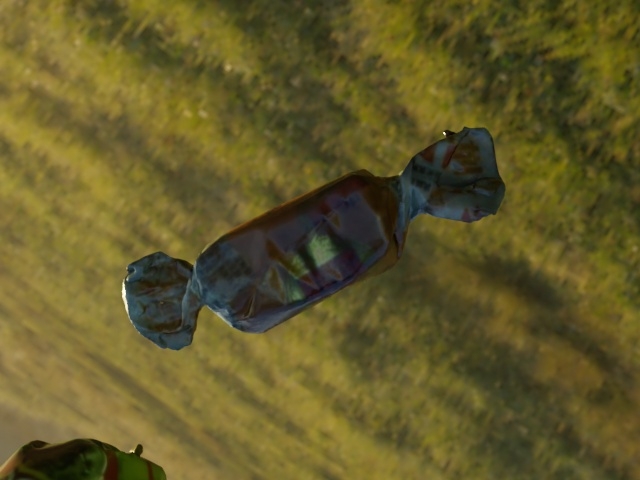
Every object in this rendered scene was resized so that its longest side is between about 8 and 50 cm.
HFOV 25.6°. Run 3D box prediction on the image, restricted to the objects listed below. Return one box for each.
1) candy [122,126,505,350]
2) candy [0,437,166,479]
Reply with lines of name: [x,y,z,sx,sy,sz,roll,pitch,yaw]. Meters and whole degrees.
candy: [0.000,0.000,0.619,0.046,0.182,0.053,106,139,-86]
candy: [-0.055,0.158,0.515,0.077,0.073,0.262,-16,136,11]
